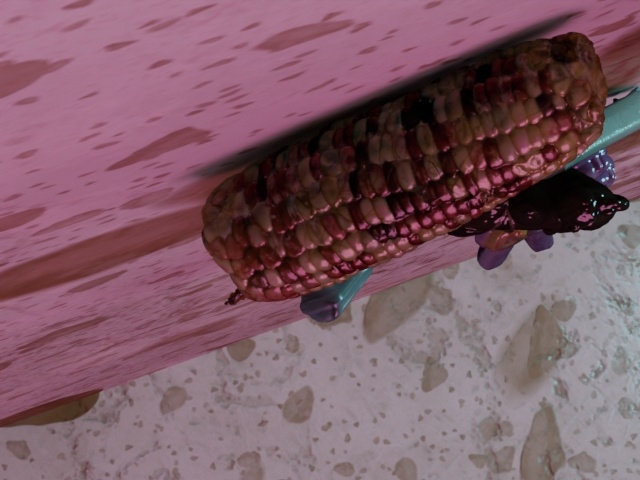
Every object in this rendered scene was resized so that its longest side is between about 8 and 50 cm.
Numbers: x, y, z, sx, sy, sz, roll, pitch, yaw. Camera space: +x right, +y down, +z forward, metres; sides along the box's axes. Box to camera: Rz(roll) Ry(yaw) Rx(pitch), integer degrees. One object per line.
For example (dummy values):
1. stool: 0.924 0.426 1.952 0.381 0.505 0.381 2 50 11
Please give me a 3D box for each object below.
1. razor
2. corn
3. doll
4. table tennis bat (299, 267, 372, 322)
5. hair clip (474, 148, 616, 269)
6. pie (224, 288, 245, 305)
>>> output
1. razor: 0.185 -0.077 1.316 0.111 0.056 0.278 -25 173 30
2. corn: 0.049 -0.040 1.021 0.253 0.086 0.086 -25 173 22
3. doll: 0.149 -0.028 1.322 0.139 0.057 0.165 1 -177 -16
4. table tennis bat: 0.037 0.013 1.589 0.149 0.038 0.237 -18 -167 27
5. hair clip: 0.179 -0.038 1.537 0.137 0.090 0.278 -24 176 -9
6. pie: 0.002 -0.001 1.565 0.191 0.033 0.088 -27 -178 26
